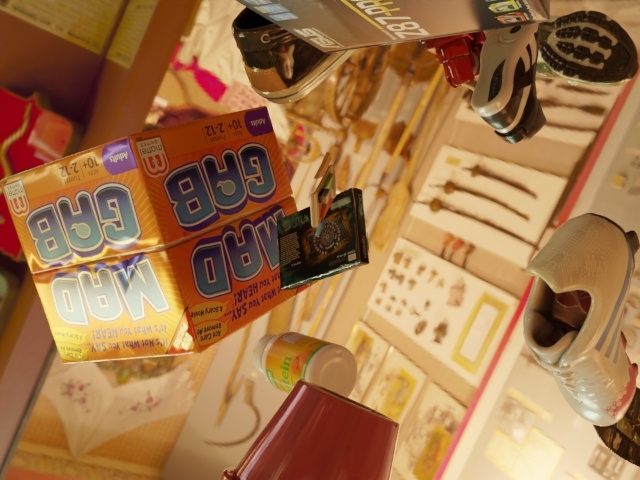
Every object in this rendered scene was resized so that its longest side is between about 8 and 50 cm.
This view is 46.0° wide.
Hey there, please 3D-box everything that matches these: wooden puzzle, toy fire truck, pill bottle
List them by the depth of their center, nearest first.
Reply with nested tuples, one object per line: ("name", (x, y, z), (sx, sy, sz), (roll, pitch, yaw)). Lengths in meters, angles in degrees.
("wooden puzzle", (0.006, -0.064, 1.083), (0.014, 0.078, 0.116), (18, 146, 18))
("toy fire truck", (0.283, -0.329, 1.400), (0.159, 0.246, 0.217), (-17, -178, 20))
("pill bottle", (-0.045, 0.278, 1.679), (0.136, 0.136, 0.246), (20, 172, -38))

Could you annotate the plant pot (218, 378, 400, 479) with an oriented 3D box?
("plant pot", (-0.002, 0.265, 0.857), (0.201, 0.180, 0.201), (24, 172, 4))

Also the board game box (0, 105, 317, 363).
("board game box", (-0.284, -0.013, 1.389), (0.357, 0.356, 0.356), (-11, -170, 35))

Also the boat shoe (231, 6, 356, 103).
("boat shoe", (0.052, -0.441, 1.225), (0.187, 0.500, 0.156), (37, 169, 45))

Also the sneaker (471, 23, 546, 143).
("sneaker", (0.293, -0.233, 1.118), (0.079, 0.216, 0.121), (-6, 140, 45))

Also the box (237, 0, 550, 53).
("box", (0.065, -0.320, 0.841), (0.319, 0.097, 0.395), (0, 178, 25))

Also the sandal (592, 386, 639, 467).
("sandal", (0.604, 0.358, 1.358), (0.303, 0.120, 0.086), (37, -167, -5))

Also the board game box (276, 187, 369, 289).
("board game box", (0.000, 0.000, 1.238), (0.026, 0.126, 0.186), (12, 156, -43))

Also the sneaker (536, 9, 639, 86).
("sneaker", (0.572, -0.417, 1.706), (0.182, 0.158, 0.410), (26, -171, -35))

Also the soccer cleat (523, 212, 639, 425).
("soccer cleat", (0.292, 0.119, 0.886), (0.116, 0.143, 0.331), (30, 145, 45))
